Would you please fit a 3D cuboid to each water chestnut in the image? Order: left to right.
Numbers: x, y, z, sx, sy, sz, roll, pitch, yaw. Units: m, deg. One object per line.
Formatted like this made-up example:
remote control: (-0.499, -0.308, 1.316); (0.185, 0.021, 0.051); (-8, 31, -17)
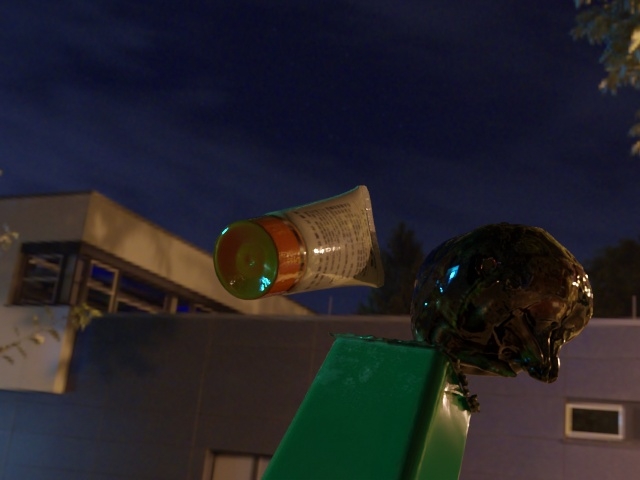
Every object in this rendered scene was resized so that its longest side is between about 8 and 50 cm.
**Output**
water chestnut: (0.284, 0.101, 1.265); (0.288, 0.245, 0.289); (-4, -7, 0)

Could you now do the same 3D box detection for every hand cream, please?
hand cream: (0.000, 0.000, 0.960); (0.089, 0.140, 0.314); (-11, -3, 33)

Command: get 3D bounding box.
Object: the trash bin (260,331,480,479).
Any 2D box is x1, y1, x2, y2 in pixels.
trash bin: (0.047, 0.321, 1.046); (0.259, 0.381, 0.295); (2, -40, 28)
